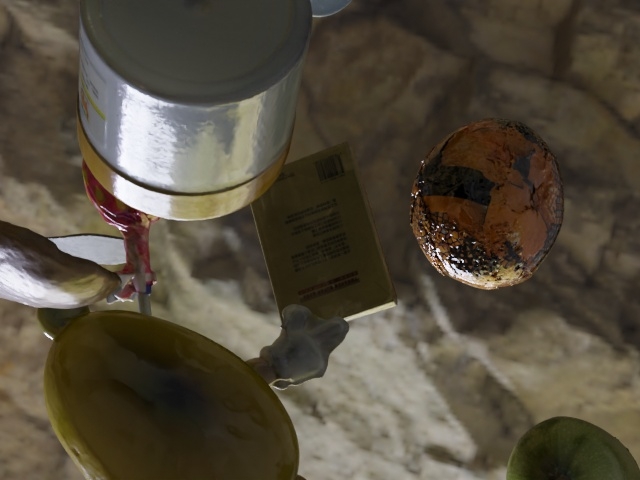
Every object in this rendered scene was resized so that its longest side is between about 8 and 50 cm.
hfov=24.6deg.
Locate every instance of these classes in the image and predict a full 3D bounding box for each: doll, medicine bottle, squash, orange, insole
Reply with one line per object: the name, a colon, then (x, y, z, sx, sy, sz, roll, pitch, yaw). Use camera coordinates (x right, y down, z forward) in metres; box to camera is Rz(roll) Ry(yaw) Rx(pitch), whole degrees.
doll: (-0.085, 0.225, 1.484, 0.161, 0.348, 0.423, -53, 51, 55)
medicine bottle: (-0.137, -0.177, 1.539, 0.232, 0.237, 0.238, 105, -171, -58)
squash: (0.267, 0.252, 1.568, 0.247, 0.132, 0.133, 39, -114, -66)
orange: (0.228, -0.048, 1.974, 0.234, 0.182, 0.235, 13, -107, -49)
insole: (-0.328, 0.010, 1.941, 0.065, 0.193, 0.006, 84, -171, -54)

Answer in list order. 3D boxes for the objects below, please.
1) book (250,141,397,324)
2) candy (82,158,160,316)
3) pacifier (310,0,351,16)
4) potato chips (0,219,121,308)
book: (0.000, 0.000, 1.956, 0.026, 0.161, 0.231, 30, -137, -68)
candy: (-0.214, 0.043, 1.769, 0.124, 0.124, 0.366, -7, -90, -71)
pacifier: (-0.036, -0.483, 2.249, 0.279, 0.207, 0.227, 38, -106, -46)
potato chips: (-0.236, 0.023, 1.146, 0.150, 0.201, 0.049, 27, -101, -35)
